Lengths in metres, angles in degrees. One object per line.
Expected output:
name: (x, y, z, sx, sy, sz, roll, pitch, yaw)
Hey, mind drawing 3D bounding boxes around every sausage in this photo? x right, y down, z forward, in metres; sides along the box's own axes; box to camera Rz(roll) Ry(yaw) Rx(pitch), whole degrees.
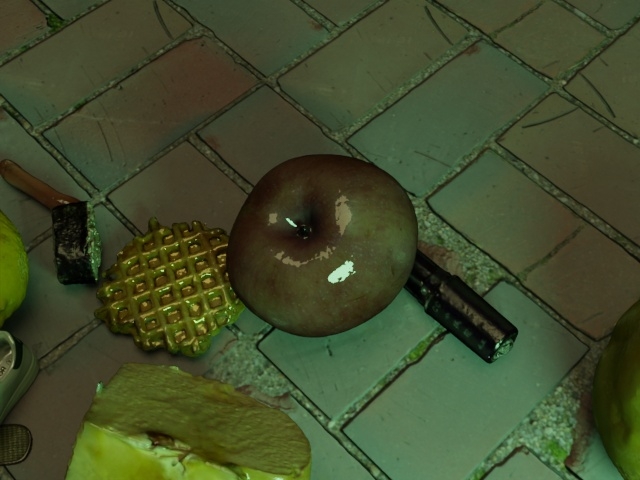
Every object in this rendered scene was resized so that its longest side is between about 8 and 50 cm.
sausage: (-0.497, -0.090, 1.531, 0.186, 0.043, 0.043, 29, 62, 17)

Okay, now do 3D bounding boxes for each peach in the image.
peach: (0.544, 0.211, 1.213, 0.282, 0.314, 0.315, 30, 64, -1)

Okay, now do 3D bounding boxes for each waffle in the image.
waffle: (-0.238, 0.072, 1.428, 0.245, 0.052, 0.254, 22, 61, 14)

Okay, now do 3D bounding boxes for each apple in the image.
apple: (-0.177, 0.320, 1.162, 0.309, 0.252, 0.314, 20, 61, -2)
apple: (0.000, 0.000, 1.344, 0.306, 0.235, 0.305, -6, 69, 17)

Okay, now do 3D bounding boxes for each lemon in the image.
lemon: (-0.561, 0.041, 1.352, 0.204, 0.204, 0.260, -21, 68, -13)

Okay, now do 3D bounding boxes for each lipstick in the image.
lipstick: (0.190, 0.081, 1.410, 0.081, 0.081, 0.300, -37, 60, -21)

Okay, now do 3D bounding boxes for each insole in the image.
insole: (-0.561, 0.316, 1.298, 0.253, 0.005, 0.086, -7, 59, -5)

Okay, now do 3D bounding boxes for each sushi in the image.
sushi: (-0.407, 0.003, 1.446, 0.078, 0.090, 0.150, -6, 56, -9)

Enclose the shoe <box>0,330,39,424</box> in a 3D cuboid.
shoe: (-0.518, 0.249, 1.275, 0.095, 0.110, 0.265, 16, 54, 10)
